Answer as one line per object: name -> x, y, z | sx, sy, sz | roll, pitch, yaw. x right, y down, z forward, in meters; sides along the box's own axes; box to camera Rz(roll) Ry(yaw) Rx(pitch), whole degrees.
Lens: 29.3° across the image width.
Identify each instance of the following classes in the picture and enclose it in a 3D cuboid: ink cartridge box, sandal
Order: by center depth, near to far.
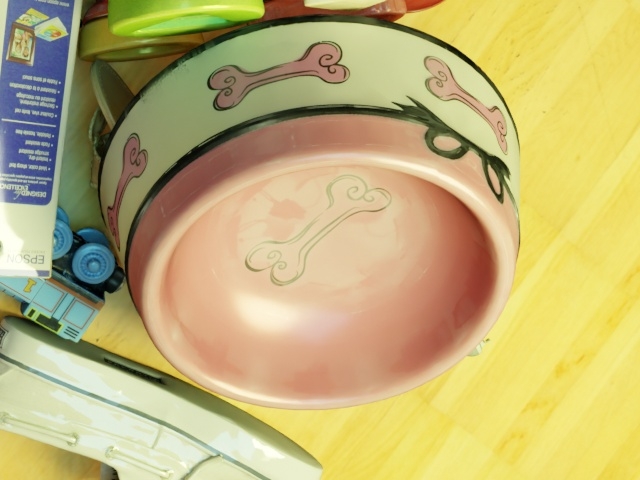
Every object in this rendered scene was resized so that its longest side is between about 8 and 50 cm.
ink cartridge box -> -0.303, -0.135, 1.075 | 0.165, 0.065, 0.332 | 5, 94, -42
sandal -> -0.189, -0.061, 1.216 | 0.079, 0.088, 0.240 | -23, 122, 16

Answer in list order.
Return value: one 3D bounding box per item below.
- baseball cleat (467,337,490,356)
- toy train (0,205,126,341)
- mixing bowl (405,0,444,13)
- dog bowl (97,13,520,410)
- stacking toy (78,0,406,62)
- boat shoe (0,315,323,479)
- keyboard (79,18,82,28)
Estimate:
baseball cleat -> 0.102, 0.054, 1.352 | 0.109, 0.072, 0.206 | -27, 107, 5
toy train -> -0.283, 0.016, 1.200 | 0.184, 0.080, 0.105 | 33, 95, -22
mixing bowl -> 0.106, -0.324, 1.253 | 0.181, 0.098, 0.181 | -4, 101, -19
dog bowl -> 0.000, 0.000, 1.137 | 0.408, 0.150, 0.408 | -5, 136, -5
stacking toy -> -0.074, -0.254, 1.109 | 0.309, 0.279, 0.130 | -8, 92, -10
boat shoe -> -0.183, 0.218, 1.243 | 0.367, 0.136, 0.156 | 25, 92, -18
keyboard -> -0.298, -0.154, 1.182 | 0.100, 0.038, 0.192 | 36, 89, -22
